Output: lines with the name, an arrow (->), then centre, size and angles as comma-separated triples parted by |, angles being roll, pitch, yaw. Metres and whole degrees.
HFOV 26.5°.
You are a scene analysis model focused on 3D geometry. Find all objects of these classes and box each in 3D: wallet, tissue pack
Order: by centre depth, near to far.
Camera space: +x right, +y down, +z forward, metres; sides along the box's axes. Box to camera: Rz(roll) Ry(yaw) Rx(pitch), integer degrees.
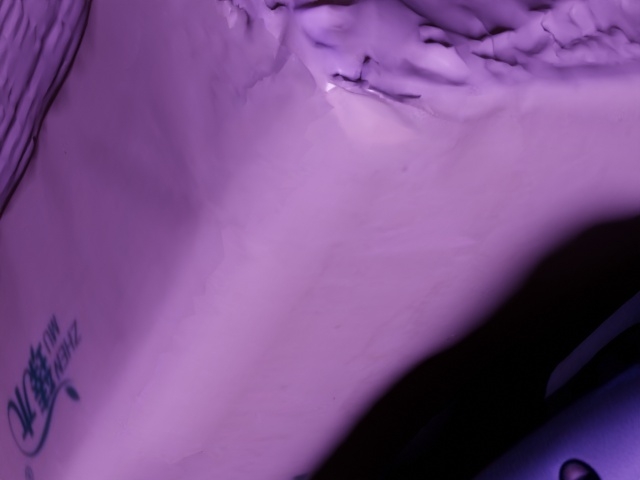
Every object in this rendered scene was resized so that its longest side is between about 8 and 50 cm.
wallet -> 0.064, 0.082, 0.455 | 0.170, 0.069, 0.231 | -22, 159, -53
tissue pack -> 0.000, 0.000, 0.555 | 0.297, 0.207, 0.380 | -9, 146, -36
